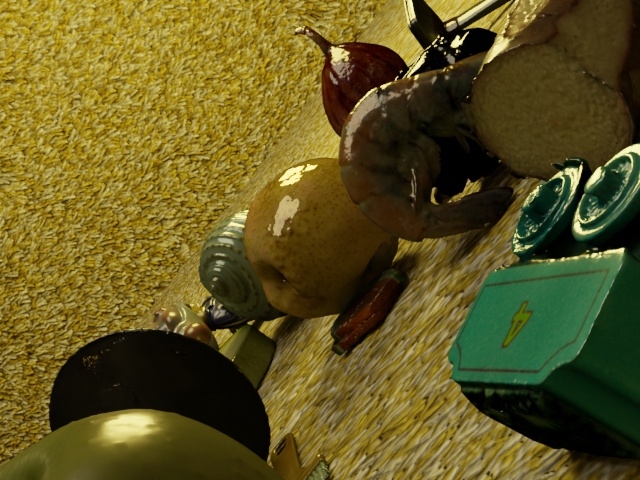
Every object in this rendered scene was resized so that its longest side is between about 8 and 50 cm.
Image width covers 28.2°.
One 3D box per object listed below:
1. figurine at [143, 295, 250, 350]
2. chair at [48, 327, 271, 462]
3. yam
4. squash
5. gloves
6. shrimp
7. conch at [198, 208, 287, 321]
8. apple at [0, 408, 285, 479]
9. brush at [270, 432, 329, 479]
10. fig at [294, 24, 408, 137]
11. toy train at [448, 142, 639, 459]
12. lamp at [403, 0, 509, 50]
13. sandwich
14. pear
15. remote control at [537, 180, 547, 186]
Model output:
[{"bbox_3d":[-0.168,0.126,1.840,0.194,0.133,0.274,-16,24,50],"label":"figurine"},{"bbox_3d":[-0.184,0.263,1.071,0.226,0.226,0.401,-47,11,23],"label":"chair"},{"bbox_3d":[0.216,-0.160,1.048,0.128,0.129,0.238,-18,27,40],"label":"yam"},{"bbox_3d":[-0.150,0.216,1.636,0.252,0.049,0.252,-52,7,9],"label":"squash"},{"bbox_3d":[0.122,-0.108,1.284,0.203,0.164,0.124,-61,-29,-9],"label":"gloves"},{"bbox_3d":[0.160,-0.102,1.183,0.296,0.169,0.058,-22,-16,7],"label":"shrimp"},{"bbox_3d":[-0.061,0.035,1.631,0.200,0.131,0.172,-13,-38,-28],"label":"conch"},{"bbox_3d":[-0.108,0.231,0.712,0.279,0.279,0.279,-50,9,11],"label":"apple"},{"bbox_3d":[-0.028,0.214,1.153,0.082,0.010,0.218,-52,8,0],"label":"brush"},{"bbox_3d":[0.069,-0.256,2.022,0.149,0.202,0.148,-18,15,-18],"label":"fig"},{"bbox_3d":[0.153,0.037,0.688,0.154,0.107,0.198,-61,12,-13],"label":"toy train"},{"bbox_3d":[0.238,-0.340,1.774,0.283,0.124,0.203,-42,33,33],"label":"lamp"},{"bbox_3d":[0.049,0.067,1.290,0.101,0.026,0.069,-45,10,32],"label":"sandwich"},{"bbox_3d":[0.000,0.000,1.350,0.178,0.178,0.178,-50,9,11],"label":"pear"},{"bbox_3d":[0.195,-0.046,1.049,0.053,0.018,0.124,-39,16,49],"label":"remote control"}]
